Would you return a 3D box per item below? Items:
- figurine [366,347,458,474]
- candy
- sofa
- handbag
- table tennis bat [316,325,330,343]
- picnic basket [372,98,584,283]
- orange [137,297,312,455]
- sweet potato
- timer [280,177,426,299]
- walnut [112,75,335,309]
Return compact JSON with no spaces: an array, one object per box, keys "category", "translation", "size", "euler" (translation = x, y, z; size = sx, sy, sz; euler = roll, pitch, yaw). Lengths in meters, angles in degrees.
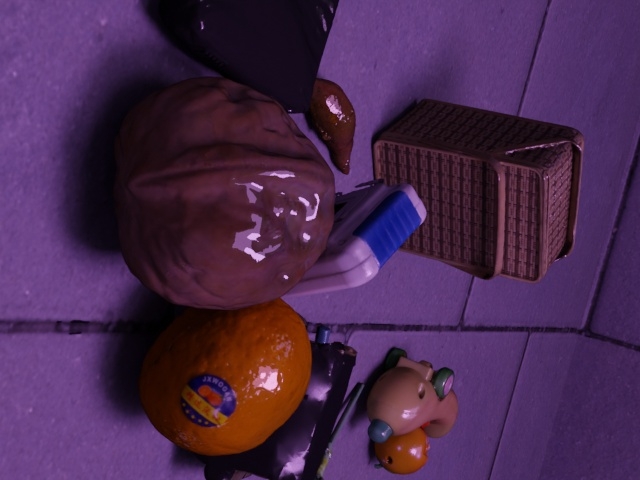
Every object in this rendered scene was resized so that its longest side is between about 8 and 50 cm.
[{"category":"figurine","translation":[0.176,0.342,1.863],"size":[0.222,0.124,0.324],"euler":[-67,153,-12]},{"category":"candy","translation":[0.018,0.357,1.658],"size":[0.305,0.091,0.083],"euler":[-57,137,-39]},{"category":"sofa","translation":[-0.072,0.224,1.394],"size":[0.200,0.182,0.258],"euler":[44,66,-76]},{"category":"handbag","translation":[-0.072,-0.301,1.172],"size":[0.275,0.088,0.244],"euler":[28,78,-56]},{"category":"table tennis bat","translation":[-0.009,0.215,1.595],"size":[0.100,0.019,0.155],"euler":[-5,110,-58]},{"category":"picnic basket","translation":[0.258,-0.080,1.600],"size":[0.175,0.313,0.228],"euler":[-43,139,-43]},{"category":"orange","translation":[-0.113,0.160,1.199],"size":[0.193,0.219,0.219],"euler":[38,65,-12]},{"category":"sweet potato","translation":[0.026,-0.164,1.421],"size":[0.068,0.068,0.226],"euler":[-59,148,-24]},{"category":"timer","translation":[0.000,0.000,1.287],"size":[0.178,0.253,0.078],"euler":[-46,112,-41]},{"category":"walnut","translation":[-0.109,-0.050,1.091],"size":[0.273,0.227,0.273],"euler":[-27,126,-44]}]
